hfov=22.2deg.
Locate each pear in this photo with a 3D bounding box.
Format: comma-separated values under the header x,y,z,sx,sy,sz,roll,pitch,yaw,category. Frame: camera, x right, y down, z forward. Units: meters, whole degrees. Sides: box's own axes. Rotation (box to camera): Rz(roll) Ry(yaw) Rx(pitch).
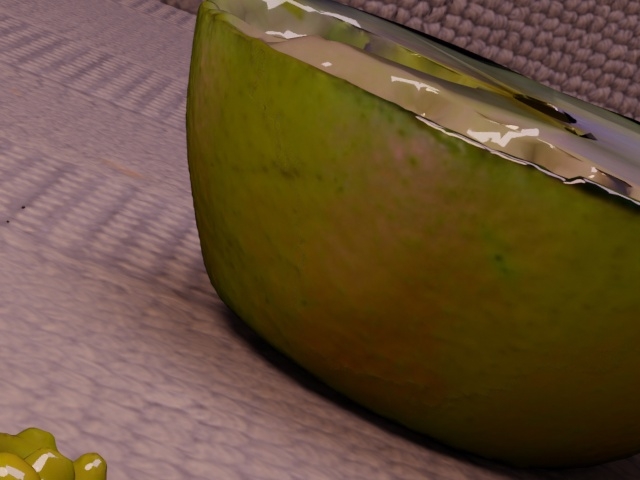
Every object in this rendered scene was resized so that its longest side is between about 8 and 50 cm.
x,y,z,sx,sy,sz,roll,pitch,yaw,category
0.094,0.007,0.889,0.398,0.165,0.399,21,13,-5,pear

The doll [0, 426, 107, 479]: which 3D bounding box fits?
x,y,z,sx,sy,sz,roll,pitch,yaw,category
-0.207,0.026,0.449,0.341,0.099,0.346,33,13,38,doll
